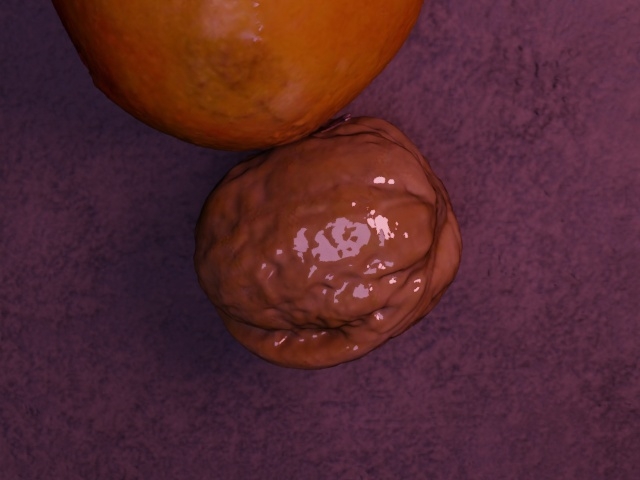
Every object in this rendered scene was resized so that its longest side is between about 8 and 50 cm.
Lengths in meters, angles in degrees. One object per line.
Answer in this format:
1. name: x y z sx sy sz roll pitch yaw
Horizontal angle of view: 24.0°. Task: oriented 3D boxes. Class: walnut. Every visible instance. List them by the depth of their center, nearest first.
1. walnut: 0.000 0.000 1.429 0.257 0.224 0.257 -8 71 24

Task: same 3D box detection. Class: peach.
1. peach: -0.065 -0.261 1.301 0.373 0.290 0.372 6 116 12
